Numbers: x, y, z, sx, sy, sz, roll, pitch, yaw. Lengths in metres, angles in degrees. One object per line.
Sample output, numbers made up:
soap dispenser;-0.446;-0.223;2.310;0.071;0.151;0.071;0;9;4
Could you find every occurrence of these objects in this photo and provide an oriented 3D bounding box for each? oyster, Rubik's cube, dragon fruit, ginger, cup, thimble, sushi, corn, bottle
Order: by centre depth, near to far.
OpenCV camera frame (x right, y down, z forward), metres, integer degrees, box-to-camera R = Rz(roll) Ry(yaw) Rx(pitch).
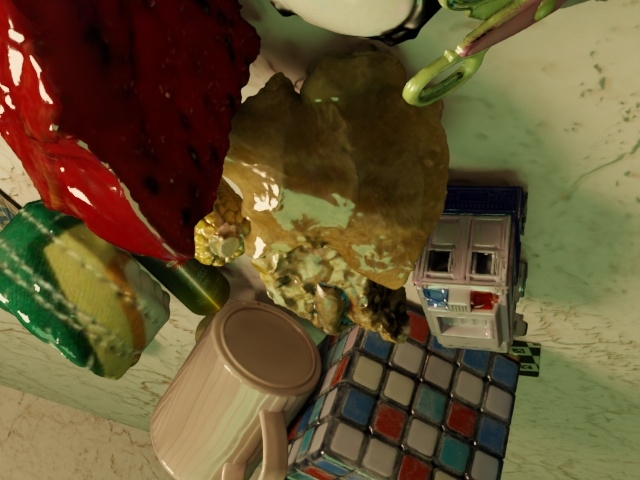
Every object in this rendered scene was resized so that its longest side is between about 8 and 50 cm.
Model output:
dragon fruit;-0.172;-0.196;0.518;0.302;0.240;0.330;25;140;39
ginger;-0.007;-0.078;0.627;0.270;0.219;0.123;20;-168;-20
corn;-0.133;-0.044;0.745;0.080;0.080;0.238;34;-171;-35
oyster;0.027;0.016;0.763;0.222;0.214;0.083;-2;-160;-29
thimble;-0.358;0.077;1.021;0.254;0.167;0.288;32;163;24
bottle;-0.225;0.020;1.027;0.082;0.082;0.286;3;151;20
cup;-0.149;0.277;1.130;0.208;0.288;0.273;29;120;-8
Rubik's cube;0.117;0.303;1.136;0.293;0.287;0.292;28;147;-9
sushi;0.285;0.224;1.234;0.210;0.040;0.193;3;152;18

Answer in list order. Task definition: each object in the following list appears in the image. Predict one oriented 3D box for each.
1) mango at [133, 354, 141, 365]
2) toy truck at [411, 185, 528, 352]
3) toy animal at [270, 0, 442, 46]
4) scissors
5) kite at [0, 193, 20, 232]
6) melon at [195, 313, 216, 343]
mango;-0.470;0.247;1.577;0.130;0.092;0.195;8;162;6
toy truck;0.183;0.053;0.823;0.124;0.156;0.268;2;152;19
toy animal;0.018;-0.218;0.392;0.165;0.138;0.179;16;152;-2
scissors;0.142;-0.159;0.459;0.187;0.020;0.134;-25;159;-20
kite;-0.580;-0.040;1.147;0.405;0.014;0.368;23;151;-18
melon;-0.173;0.177;1.290;0.130;0.098;0.098;-9;147;22
